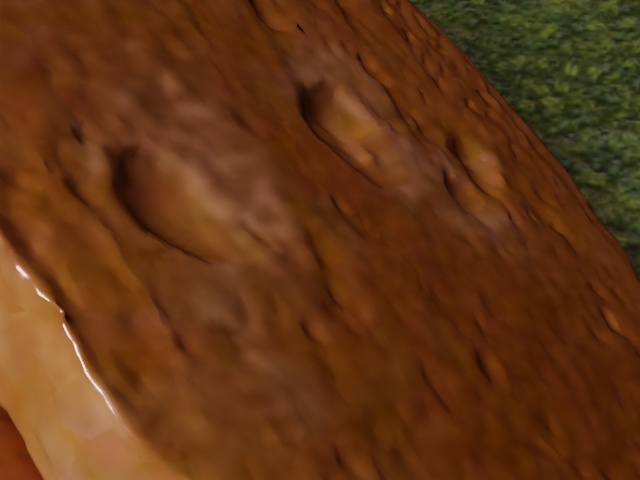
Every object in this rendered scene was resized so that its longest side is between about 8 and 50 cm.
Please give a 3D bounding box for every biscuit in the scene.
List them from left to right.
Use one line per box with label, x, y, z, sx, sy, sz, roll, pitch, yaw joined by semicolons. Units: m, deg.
biscuit;-0.002;0.001;0.575;0.385;0.062;0.365;53;30;10

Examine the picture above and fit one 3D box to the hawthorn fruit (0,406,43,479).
hawthorn fruit;-0.143;0.159;0.523;0.276;0.276;0.307;7;27;16
